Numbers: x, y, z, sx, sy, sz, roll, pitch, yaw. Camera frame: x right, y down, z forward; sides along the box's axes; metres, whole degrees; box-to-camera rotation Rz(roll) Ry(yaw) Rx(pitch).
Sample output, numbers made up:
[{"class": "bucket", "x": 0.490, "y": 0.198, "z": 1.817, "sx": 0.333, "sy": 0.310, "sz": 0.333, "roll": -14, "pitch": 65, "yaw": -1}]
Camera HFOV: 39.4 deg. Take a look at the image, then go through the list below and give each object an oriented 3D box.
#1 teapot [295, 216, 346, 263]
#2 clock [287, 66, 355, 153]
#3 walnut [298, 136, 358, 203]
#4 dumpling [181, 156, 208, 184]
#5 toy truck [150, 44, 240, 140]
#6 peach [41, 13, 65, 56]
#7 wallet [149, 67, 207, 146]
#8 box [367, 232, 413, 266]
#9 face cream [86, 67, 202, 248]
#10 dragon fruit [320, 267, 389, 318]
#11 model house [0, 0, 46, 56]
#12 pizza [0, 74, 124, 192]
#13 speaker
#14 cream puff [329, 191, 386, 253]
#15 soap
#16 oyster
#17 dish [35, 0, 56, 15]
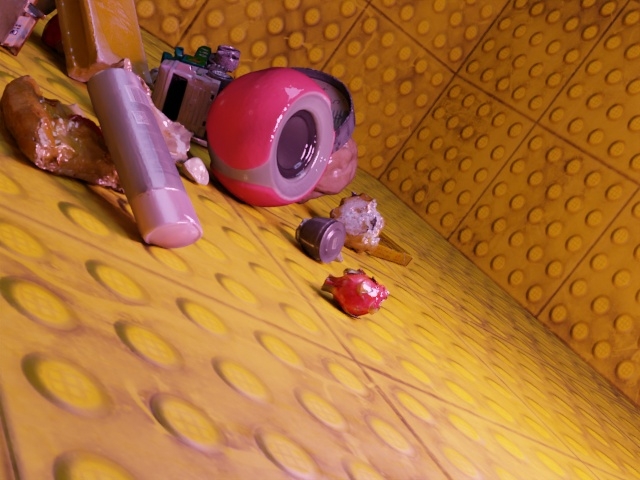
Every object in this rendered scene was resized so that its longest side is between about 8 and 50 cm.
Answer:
[{"class": "teapot", "x": -0.005, "y": 0.003, "z": 1.853, "sx": 0.091, "sy": 0.124, "sz": 0.092, "roll": 24, "pitch": 44, "yaw": 30}, {"class": "clock", "x": -0.067, "y": -0.313, "z": 2.198, "sx": 0.312, "sy": 0.313, "sz": 0.061, "roll": 42, "pitch": -28, "yaw": 33}, {"class": "walnut", "x": -0.034, "y": -0.220, "z": 2.324, "sx": 0.273, "sy": 0.273, "sz": 0.227, "roll": -111, "pitch": 177, "yaw": -73}, {"class": "dumpling", "x": -0.241, "y": -0.132, "z": 1.742, "sx": 0.059, "sy": 0.043, "sz": 0.077, "roll": 51, "pitch": -7, "yaw": 4}, {"class": "toy truck", "x": -0.290, "y": -0.352, "z": 2.038, "sx": 0.178, "sy": 0.176, "sz": 0.363, "roll": 15, "pitch": 21, "yaw": -11}, {"class": "peach", "x": -0.571, "y": -0.473, "z": 2.050, "sx": 0.151, "sy": 0.151, "sz": 0.118, "roll": 45, "pitch": -31, "yaw": 44}, {"class": "wallet", "x": -0.311, "y": -0.314, "z": 2.260, "sx": 0.223, "sy": 0.077, "sz": 0.309, "roll": 28, "pitch": 17, "yaw": -40}, {"class": "box", "x": 0.145, "y": 0.000, "z": 2.473, "sx": 0.153, "sy": 0.041, "sz": 0.279, "roll": 39, "pitch": 10, "yaw": 26}, {"class": "face cream", "x": -0.251, "y": -0.117, "z": 1.262, "sx": 0.107, "sy": 0.073, "sz": 0.269, "roll": 12, "pitch": 48, "yaw": -59}, {"class": "dragon fruit", "x": 0.059, "y": 0.091, "z": 1.601, "sx": 0.116, "sy": 0.086, "sz": 0.081, "roll": 27, "pitch": 49, "yaw": -9}, {"class": "model house", "x": -0.633, "y": -0.495, "z": 1.732, "sx": 0.271, "sy": 0.178, "sz": 0.206, "roll": 33, "pitch": 8, "yaw": 0}, {"class": "pizza", "x": -0.344, "y": -0.148, "z": 1.342, "sx": 0.288, "sy": 0.075, "sz": 0.280, "roll": 27, "pitch": 14, "yaw": -41}, {"class": "speaker", "x": -0.103, "y": -0.221, "z": 1.864, "sx": 0.294, "sy": 0.294, "sz": 0.294, "roll": 35, "pitch": 9, "yaw": -7}, {"class": "cream puff", "x": 0.094, "y": -0.035, "z": 2.244, "sx": 0.156, "sy": 0.121, "sz": 0.156, "roll": -9, "pitch": 90, "yaw": -67}, {"class": "soap", "x": -0.483, "y": -0.481, "z": 1.968, "sx": 0.199, "sy": 0.091, "sz": 0.314, "roll": 19, "pitch": 52, "yaw": -59}, {"class": "oyster", "x": -0.350, "y": -0.235, "z": 1.735, "sx": 0.232, "sy": 0.107, "sz": 0.161, "roll": 55, "pitch": 10, "yaw": 4}, {"class": "dish", "x": -0.690, "y": -0.548, "z": 2.010, "sx": 0.224, "sy": 0.078, "sz": 0.246, "roll": 20, "pitch": 11, "yaw": -26}]
